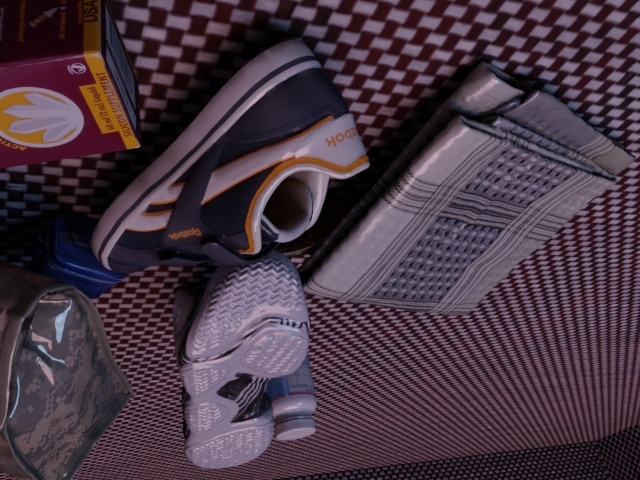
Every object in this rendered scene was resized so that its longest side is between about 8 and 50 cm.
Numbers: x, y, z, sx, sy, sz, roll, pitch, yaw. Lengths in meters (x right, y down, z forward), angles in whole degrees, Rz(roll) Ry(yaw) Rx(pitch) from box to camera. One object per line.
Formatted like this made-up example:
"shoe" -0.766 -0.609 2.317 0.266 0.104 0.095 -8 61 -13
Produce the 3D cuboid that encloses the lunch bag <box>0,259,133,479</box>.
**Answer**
"lunch bag" -0.346 0.104 0.646 0.235 0.169 0.287 21 142 15

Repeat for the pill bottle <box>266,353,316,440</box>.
"pill bottle" -0.054 0.246 1.087 0.087 0.160 0.087 -9 151 -5

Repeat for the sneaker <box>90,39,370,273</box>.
"sneaker" -0.093 -0.028 0.590 0.321 0.127 0.126 -37 179 37

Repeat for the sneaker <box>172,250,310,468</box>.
"sneaker" -0.115 0.104 0.793 0.137 0.210 0.365 -2 134 -18

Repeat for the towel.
"towel" 0.175 -0.023 0.737 0.312 0.056 0.324 14 128 -39

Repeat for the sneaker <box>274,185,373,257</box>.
"sneaker" 0.000 0.000 0.769 0.192 0.064 0.086 -16 146 0

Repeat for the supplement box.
"supplement box" -0.237 -0.112 0.465 0.188 0.080 0.104 -10 151 -4

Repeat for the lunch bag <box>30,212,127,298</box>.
"lunch bag" -0.258 0.014 0.695 0.065 0.067 0.098 -32 144 30
